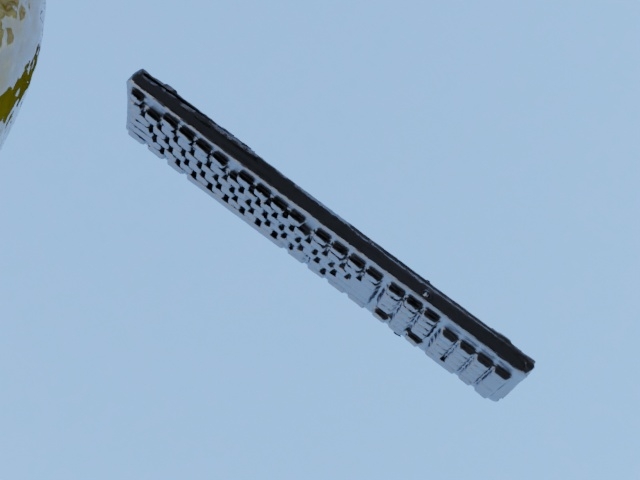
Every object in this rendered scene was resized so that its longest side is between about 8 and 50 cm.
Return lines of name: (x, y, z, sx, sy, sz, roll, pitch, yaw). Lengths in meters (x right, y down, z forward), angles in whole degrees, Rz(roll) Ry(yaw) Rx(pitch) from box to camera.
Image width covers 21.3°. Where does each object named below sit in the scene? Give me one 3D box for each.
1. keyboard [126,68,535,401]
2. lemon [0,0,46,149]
keyboard: (0.000, 0.000, 0.878, 0.250, 0.087, 0.017, 37, -107, 4)
lemon: (-0.187, -0.085, 0.589, 0.186, 0.244, 0.187, -1, -79, -4)
